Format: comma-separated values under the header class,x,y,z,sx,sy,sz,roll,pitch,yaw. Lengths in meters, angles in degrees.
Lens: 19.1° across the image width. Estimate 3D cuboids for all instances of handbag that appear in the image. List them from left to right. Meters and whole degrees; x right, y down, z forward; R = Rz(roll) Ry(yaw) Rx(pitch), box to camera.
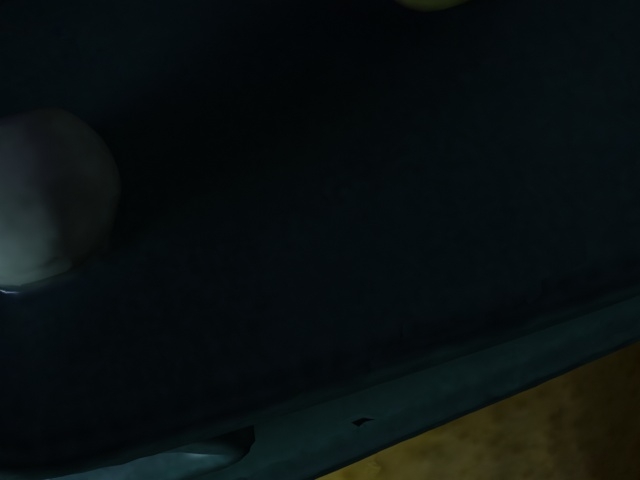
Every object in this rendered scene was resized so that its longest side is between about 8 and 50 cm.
class,x,y,z,sx,sy,sz,roll,pitch,yaw
handbag,0.005,-0.100,0.402,0.100,0.274,0.268,70,-179,-71

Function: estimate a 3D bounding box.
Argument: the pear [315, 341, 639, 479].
class,x,y,z,sx,sy,sz,roll,pitch,yaw
pear,0.000,0.000,0.618,0.314,0.314,0.314,160,90,-82
